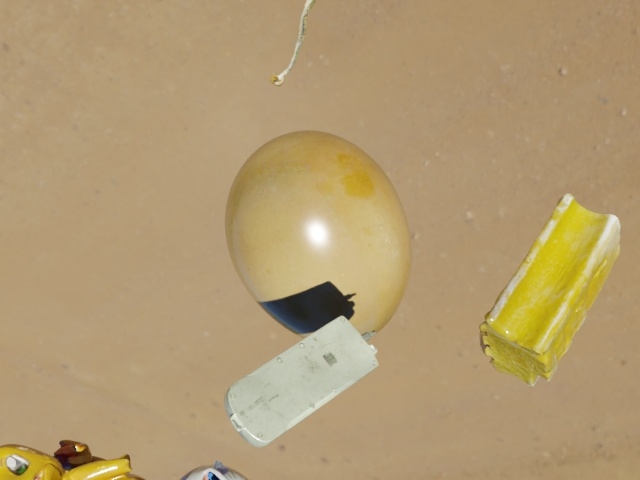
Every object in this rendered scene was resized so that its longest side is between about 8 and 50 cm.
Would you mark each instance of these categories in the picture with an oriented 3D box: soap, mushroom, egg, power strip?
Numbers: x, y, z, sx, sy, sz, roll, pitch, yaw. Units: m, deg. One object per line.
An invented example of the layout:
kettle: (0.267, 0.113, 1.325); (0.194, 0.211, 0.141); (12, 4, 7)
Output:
soap: (0.399, 0.097, 1.533); (0.143, 0.281, 0.259); (27, 164, 22)
mushroom: (-0.033, -0.333, 1.408); (0.026, 0.028, 0.286); (40, 148, 1)
egg: (0.000, 0.000, 1.472); (0.301, 0.301, 0.374); (-19, 98, 45)
power strip: (-0.017, 0.163, 1.047); (0.080, 0.227, 0.029); (54, 148, 11)

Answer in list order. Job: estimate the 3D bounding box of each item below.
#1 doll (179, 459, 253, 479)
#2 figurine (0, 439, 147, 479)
doll: (-0.213, 0.450, 1.407); (0.215, 0.257, 0.161); (43, 125, 28)
figurine: (-0.250, 0.239, 0.871); (0.176, 0.121, 0.122); (26, -168, -28)
